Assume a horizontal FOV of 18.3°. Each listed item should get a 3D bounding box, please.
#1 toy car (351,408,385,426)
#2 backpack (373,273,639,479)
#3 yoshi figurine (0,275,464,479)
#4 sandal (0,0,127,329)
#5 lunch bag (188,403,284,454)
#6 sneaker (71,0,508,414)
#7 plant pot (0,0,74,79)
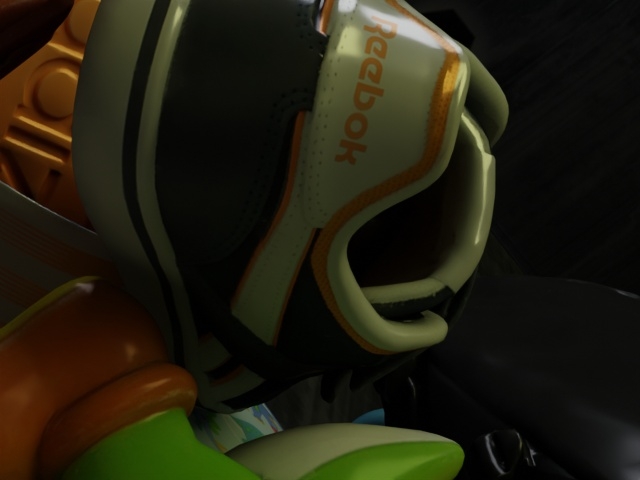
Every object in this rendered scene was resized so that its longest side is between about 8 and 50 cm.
[{"bbox_3d":[0.069,0.167,1.194,0.136,0.159,0.182,3,38,-25],"label":"toy car"},{"bbox_3d":[0.165,0.214,0.996,0.290,0.273,0.355,-145,-127,-62],"label":"backpack"},{"bbox_3d":[-0.011,0.200,0.652,0.362,0.203,0.203,43,29,14],"label":"yoshi figurine"},{"bbox_3d":[-0.104,-0.028,0.745,0.102,0.265,0.076,19,5,-29],"label":"sandal"},{"bbox_3d":[-0.036,0.145,0.891,0.219,0.090,0.176,53,12,0],"label":"lunch bag"},{"bbox_3d":[0.000,0.000,0.742,0.127,0.126,0.321,11,-14,8],"label":"sneaker"},{"bbox_3d":[-0.226,-0.141,0.624,0.265,0.272,0.272,61,11,-2],"label":"plant pot"}]
